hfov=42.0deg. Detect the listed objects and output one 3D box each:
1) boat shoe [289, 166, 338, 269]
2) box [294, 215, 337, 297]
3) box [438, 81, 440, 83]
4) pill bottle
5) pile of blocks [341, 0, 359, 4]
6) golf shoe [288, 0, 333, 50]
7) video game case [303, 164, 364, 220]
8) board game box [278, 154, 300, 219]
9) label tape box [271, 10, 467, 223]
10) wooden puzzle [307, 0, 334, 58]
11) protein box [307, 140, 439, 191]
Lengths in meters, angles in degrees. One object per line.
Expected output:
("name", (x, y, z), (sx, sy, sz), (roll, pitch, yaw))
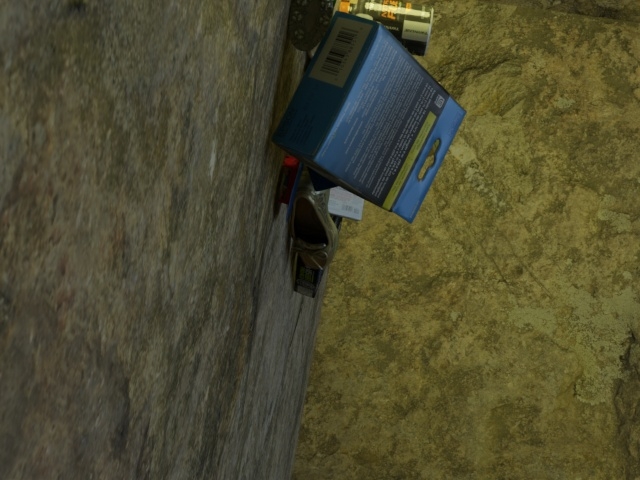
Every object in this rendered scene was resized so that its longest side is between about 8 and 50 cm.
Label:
("boat shoe", (-0.025, -0.028, 1.793), (0.285, 0.104, 0.089), (80, 20, -45))
("box", (0.000, 0.000, 2.078), (0.270, 0.060, 0.216), (99, 11, -67))
("box", (0.173, -0.378, 2.339), (0.154, 0.299, 0.142), (77, 24, -77))
("pill bottle", (0.166, -0.566, 2.194), (0.130, 0.245, 0.131), (9, 90, -88))
("pile of blocks", (0.130, -0.688, 2.396), (0.362, 0.112, 0.149), (-74, 172, -65))
("golf shoe", (-0.011, -0.383, 1.346), (0.086, 0.069, 0.176), (124, -23, -84))
("video game case", (0.034, -0.146, 1.936), (0.022, 0.190, 0.173), (5, -95, 51))
("board game box", (-0.056, -0.118, 1.542), (0.133, 0.033, 0.169), (104, 1, -73))
("label tape box", (0.093, -0.198, 1.430), (0.333, 0.106, 0.241), (29, 88, -53))
("wooden puzzle", (0.017, -0.505, 1.623), (0.221, 0.044, 0.239), (-77, 174, -46))
("protein box", (0.099, -0.201, 1.648), (0.201, 0.199, 0.136), (-29, 104, -53))
